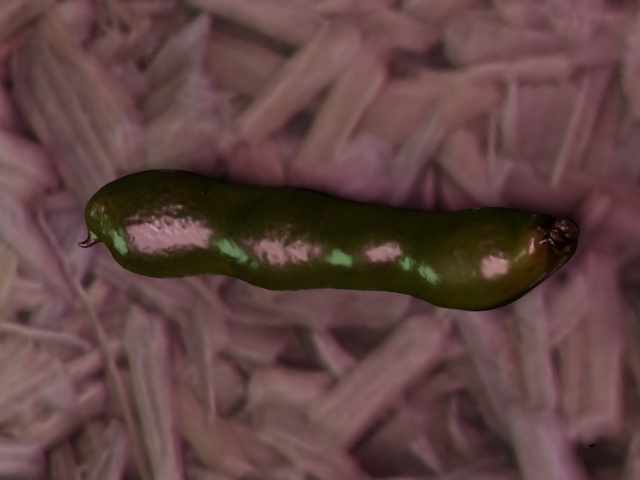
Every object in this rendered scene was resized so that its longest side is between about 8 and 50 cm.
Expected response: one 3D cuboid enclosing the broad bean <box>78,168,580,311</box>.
[{"bbox_3d":[0.000,0.000,0.713,0.256,0.053,0.052,5,63,27],"label":"broad bean"}]
